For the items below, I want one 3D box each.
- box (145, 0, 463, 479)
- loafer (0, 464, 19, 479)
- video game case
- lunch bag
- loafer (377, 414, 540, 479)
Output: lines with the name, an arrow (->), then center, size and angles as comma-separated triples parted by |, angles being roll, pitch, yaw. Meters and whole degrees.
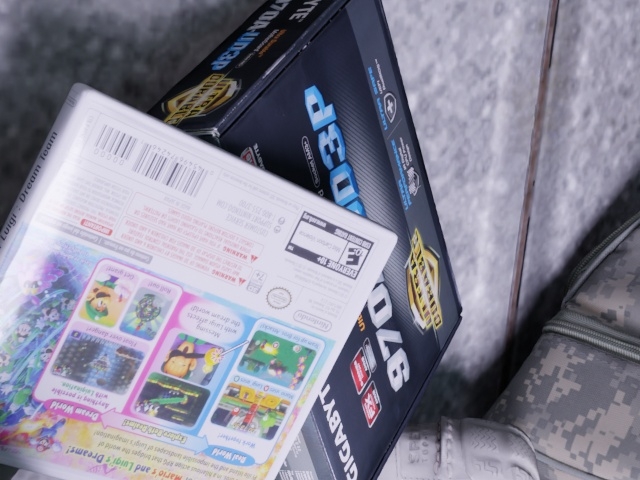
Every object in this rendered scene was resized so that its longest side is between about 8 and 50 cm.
box -> 0.000, 0.000, 0.598 | 0.175, 0.051, 0.220 | -53, 134, -48
loafer -> -0.162, 0.061, 0.502 | 0.251, 0.094, 0.087 | -40, 120, -36
video game case -> -0.060, 0.033, 0.479 | 0.157, 0.019, 0.143 | 24, 96, -36
lunch bag -> 0.284, 0.123, 0.811 | 0.256, 0.212, 0.305 | -53, 130, -15
loafer -> 0.056, 0.246, 0.736 | 0.111, 0.112, 0.319 | 7, 112, 2
